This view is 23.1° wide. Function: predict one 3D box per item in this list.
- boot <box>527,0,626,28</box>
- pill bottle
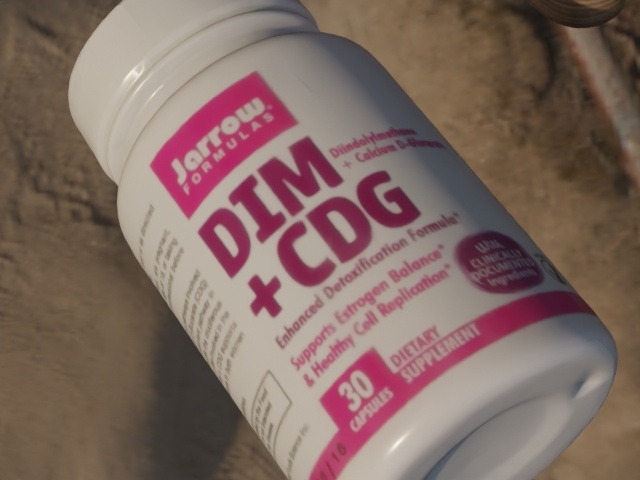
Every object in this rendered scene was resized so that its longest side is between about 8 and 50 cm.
[{"bbox_3d":[0.092,-0.279,0.920,0.109,0.283,0.220,-25,144,-14],"label":"boot"},{"bbox_3d":[0.000,0.000,0.773,0.160,0.160,0.283,-20,58,-31],"label":"pill bottle"}]
